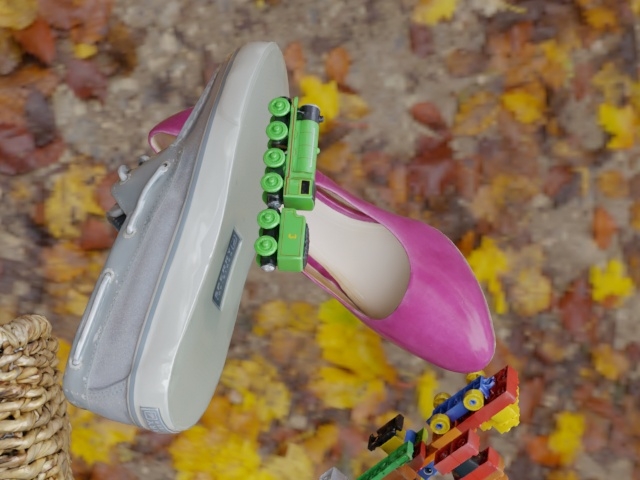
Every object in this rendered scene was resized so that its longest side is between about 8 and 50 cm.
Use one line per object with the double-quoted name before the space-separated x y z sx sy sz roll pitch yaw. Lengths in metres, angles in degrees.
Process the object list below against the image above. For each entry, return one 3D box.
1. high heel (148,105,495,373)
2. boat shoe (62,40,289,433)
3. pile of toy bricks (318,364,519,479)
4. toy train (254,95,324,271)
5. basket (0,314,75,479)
"high heel" 0.000 0.000 0.985 0.244 0.082 0.117 49 30 19
"boat shoe" -0.077 -0.011 0.830 0.079 0.081 0.227 65 36 -57
"pile of toy bricks" 0.076 0.189 1.094 0.105 0.212 0.118 42 29 -15
"toy train" -0.013 -0.024 0.661 0.024 0.017 0.083 3 62 4
"basket" -0.351 0.125 1.238 0.299 0.213 0.223 -10 120 -4
